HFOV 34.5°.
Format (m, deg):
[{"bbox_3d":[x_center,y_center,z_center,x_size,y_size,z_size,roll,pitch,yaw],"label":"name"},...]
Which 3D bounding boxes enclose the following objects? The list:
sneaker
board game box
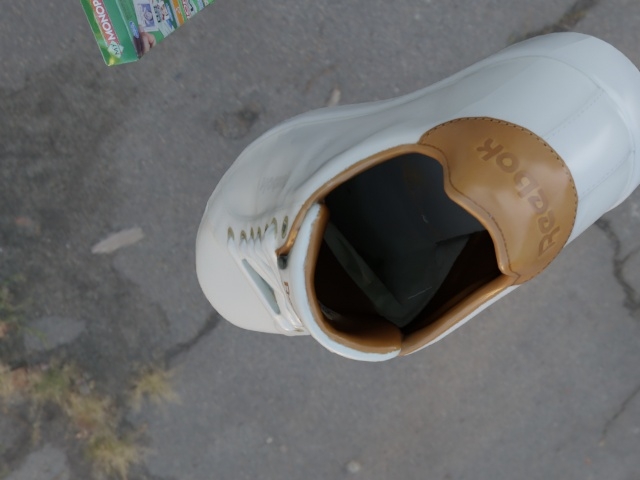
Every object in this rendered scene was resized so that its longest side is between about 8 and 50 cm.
[{"bbox_3d":[0.000,0.000,0.458,0.123,0.290,0.106,-41,99,-36],"label":"sneaker"},{"bbox_3d":[-0.227,-0.377,1.132,0.046,0.213,0.317,-8,116,23],"label":"board game box"}]
